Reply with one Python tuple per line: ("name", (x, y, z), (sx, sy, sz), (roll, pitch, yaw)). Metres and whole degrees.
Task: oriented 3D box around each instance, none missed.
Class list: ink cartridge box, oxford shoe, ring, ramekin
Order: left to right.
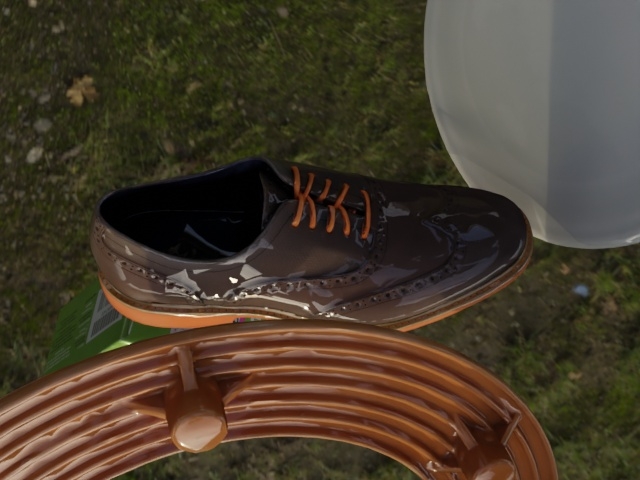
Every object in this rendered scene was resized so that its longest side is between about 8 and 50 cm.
("ink cartridge box", (-0.097, 0.116, 0.847), (0.255, 0.097, 0.189), (25, 145, -27))
("ring", (-0.042, 0.173, 0.426), (0.337, 0.032, 0.336), (-9, 127, -12))
("oxford shoe", (0.000, 0.000, 0.548), (0.272, 0.096, 0.098), (-6, 154, -6))
("ramekin", (0.203, -0.134, 0.597), (0.127, 0.273, 0.272), (-9, 118, -34))
